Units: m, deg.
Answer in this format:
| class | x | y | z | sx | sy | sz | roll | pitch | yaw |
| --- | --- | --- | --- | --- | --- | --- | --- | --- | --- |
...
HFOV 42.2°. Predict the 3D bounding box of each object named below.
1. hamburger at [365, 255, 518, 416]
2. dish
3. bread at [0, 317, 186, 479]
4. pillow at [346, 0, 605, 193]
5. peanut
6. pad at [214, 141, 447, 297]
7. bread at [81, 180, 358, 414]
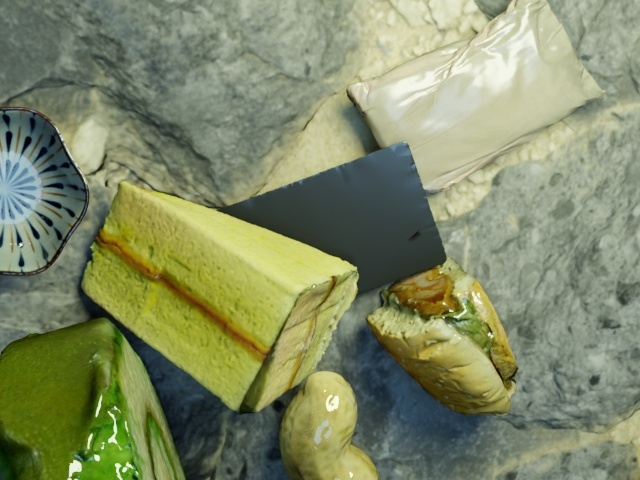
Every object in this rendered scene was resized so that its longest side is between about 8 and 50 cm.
| class | x | y | z | sx | sy | sz | roll | pitch | yaw |
| --- | --- | --- | --- | --- | --- | --- | --- | --- | --- |
| hamburger | 0.157 | 0.143 | 0.976 | 0.135 | 0.155 | 0.208 | -29 | 112 | 2 |
| dish | -0.339 | -0.055 | 0.886 | 0.190 | 0.066 | 0.191 | -2 | 101 | -8 |
| bread | -0.209 | 0.267 | 0.822 | 0.129 | 0.366 | 0.382 | -17 | 121 | -7 |
| pillow | 0.181 | -0.171 | 0.949 | 0.270 | 0.067 | 0.173 | -32 | 111 | -2 |
| peanut | 0.010 | 0.268 | 1.000 | 0.103 | 0.098 | 0.229 | -30 | 111 | -45 |
| pad | 0.000 | 0.000 | 0.960 | 0.265 | 0.009 | 0.159 | -19 | 110 | 5 |
| bread | -0.111 | 0.047 | 0.948 | 0.264 | 0.163 | 0.168 | 34 | 110 | 18 |
